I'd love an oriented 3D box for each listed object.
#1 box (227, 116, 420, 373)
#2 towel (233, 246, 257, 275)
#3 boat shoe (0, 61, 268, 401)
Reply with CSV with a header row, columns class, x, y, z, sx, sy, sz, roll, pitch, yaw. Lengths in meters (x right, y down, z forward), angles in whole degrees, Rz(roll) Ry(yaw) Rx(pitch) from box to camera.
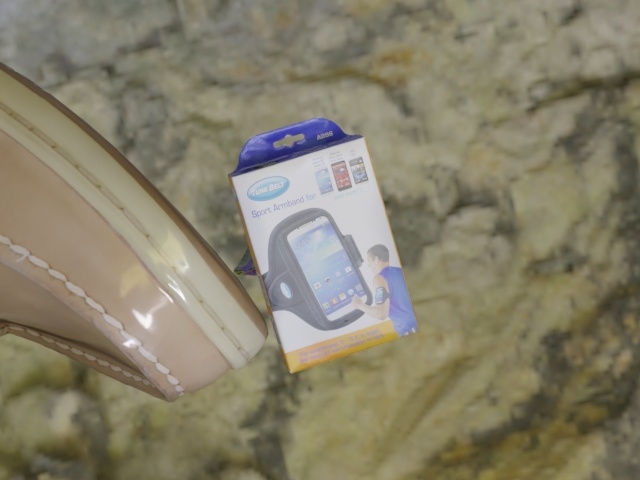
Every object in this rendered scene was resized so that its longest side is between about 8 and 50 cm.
class,x,y,z,sx,sy,sz,roll,pitch,yaw
box,0.000,0.000,0.934,0.081,0.136,0.028,-18,-168,-6
towel,-0.031,-0.006,1.020,0.009,0.060,0.083,27,169,-14
boat shoe,-0.161,-0.003,0.596,0.341,0.121,0.110,21,-116,40
